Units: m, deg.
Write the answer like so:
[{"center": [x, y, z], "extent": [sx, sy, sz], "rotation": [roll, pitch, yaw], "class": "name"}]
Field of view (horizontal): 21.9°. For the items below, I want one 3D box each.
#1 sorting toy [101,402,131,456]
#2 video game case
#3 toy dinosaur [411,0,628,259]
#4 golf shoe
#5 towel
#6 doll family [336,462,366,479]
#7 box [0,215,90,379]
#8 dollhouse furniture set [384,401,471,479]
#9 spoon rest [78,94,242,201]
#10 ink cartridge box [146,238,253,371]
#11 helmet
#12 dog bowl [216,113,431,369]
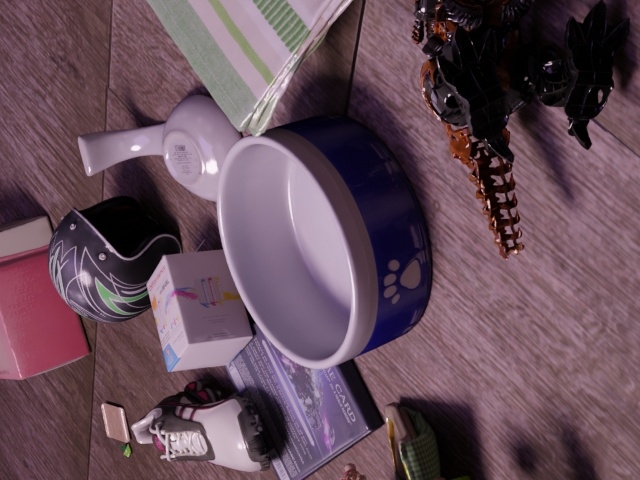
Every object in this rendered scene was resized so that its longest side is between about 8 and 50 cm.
[{"center": [-0.314, 0.294, 2.567], "extent": [0.062, 0.012, 0.083], "rotation": [3, 107, 53], "class": "sorting toy"}, {"center": [-0.030, 0.182, 2.028], "extent": [0.196, 0.026, 0.274], "rotation": [64, 149, 11], "class": "video game case"}, {"center": [0.154, -0.153, 1.457], "extent": [0.322, 0.164, 0.218], "rotation": [59, 169, -19], "class": "toy dinosaur"}, {"center": [-0.150, 0.257, 2.137], "extent": [0.273, 0.120, 0.105], "rotation": [6, 115, 66], "class": "golf shoe"}, {"center": [-0.051, -0.297, 1.675], "extent": [0.248, 0.038, 0.325], "rotation": [56, 129, 23], "class": "towel"}, {"center": [0.052, 0.380, 1.797], "extent": [0.163, 0.118, 0.262], "rotation": [71, -150, -74], "class": "doll family"}, {"center": [-0.473, 0.091, 2.591], "extent": [0.149, 0.127, 0.232], "rotation": [-7, 102, 60], "class": "box"}, {"center": [0.166, 0.294, 1.737], "extent": [0.301, 0.151, 0.197], "rotation": [-113, 16, -78], "class": "dollhouse furniture set"}, {"center": [-0.186, -0.116, 2.072], "extent": [0.276, 0.084, 0.137], "rotation": [5, 113, 43], "class": "spoon rest"}, {"center": [-0.157, 0.080, 2.087], "extent": [0.092, 0.090, 0.143], "rotation": [-52, 50, 55], "class": "ink cartridge box"}, {"center": [-0.283, 0.028, 2.210], "extent": [0.169, 0.162, 0.169], "rotation": [35, 135, 44], "class": "helmet"}, {"center": [0.000, 0.000, 1.792], "extent": [0.265, 0.104, 0.264], "rotation": [35, 135, 45], "class": "dog bowl"}]
